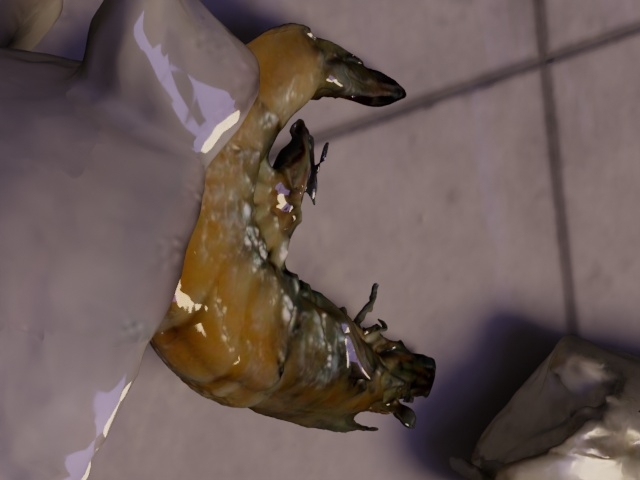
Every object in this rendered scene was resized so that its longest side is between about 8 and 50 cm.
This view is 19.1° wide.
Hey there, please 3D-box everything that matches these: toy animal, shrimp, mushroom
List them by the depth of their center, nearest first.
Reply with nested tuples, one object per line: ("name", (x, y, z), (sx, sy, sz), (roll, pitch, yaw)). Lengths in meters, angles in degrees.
("toy animal", (-0.172, -0.041, 0.550), (0.265, 0.272, 0.206), (33, 113, -14))
("shrimp", (0.000, 0.000, 0.747), (0.217, 0.051, 0.150), (33, 68, -55))
("mushroom", (0.179, 0.084, 0.883), (0.278, 0.096, 0.099), (-9, 154, -32))
